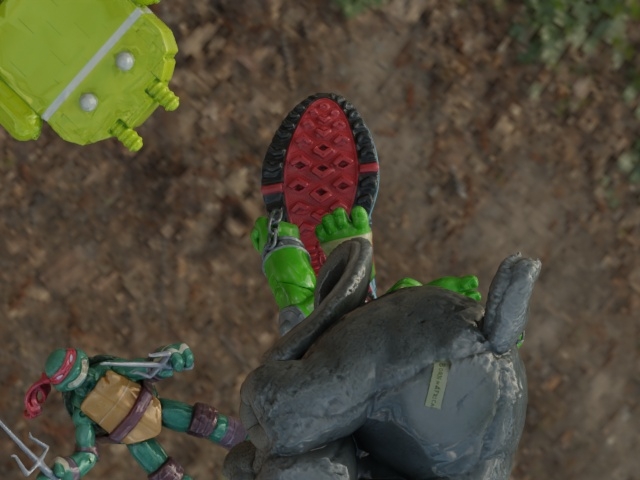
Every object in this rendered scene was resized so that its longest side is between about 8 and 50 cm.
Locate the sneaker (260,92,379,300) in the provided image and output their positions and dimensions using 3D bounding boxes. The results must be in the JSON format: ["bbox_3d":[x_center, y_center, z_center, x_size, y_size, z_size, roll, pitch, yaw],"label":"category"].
[{"bbox_3d":[0.000,0.000,1.424,0.104,0.125,0.262,-2,90,-1],"label":"sneaker"}]

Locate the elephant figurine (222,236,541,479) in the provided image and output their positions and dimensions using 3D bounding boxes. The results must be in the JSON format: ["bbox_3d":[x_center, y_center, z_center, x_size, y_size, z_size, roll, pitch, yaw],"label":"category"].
[{"bbox_3d":[0.024,0.084,0.897,0.186,0.239,0.169,-11,101,-2],"label":"elephant figurine"}]

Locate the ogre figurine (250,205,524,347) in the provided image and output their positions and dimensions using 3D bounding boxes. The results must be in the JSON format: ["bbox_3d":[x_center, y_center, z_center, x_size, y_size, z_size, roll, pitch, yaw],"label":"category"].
[{"bbox_3d":[0.044,0.055,1.055,0.197,0.118,0.097,41,119,-20],"label":"ogre figurine"}]

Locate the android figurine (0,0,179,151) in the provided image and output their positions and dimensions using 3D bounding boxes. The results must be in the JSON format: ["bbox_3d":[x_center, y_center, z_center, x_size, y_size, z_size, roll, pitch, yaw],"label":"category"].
[{"bbox_3d":[-0.273,-0.218,1.740,0.248,0.273,0.056,-44,176,13],"label":"android figurine"}]

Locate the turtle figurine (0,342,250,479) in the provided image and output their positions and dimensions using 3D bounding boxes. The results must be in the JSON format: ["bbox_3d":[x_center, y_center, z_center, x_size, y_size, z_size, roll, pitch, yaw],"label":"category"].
[{"bbox_3d":[-0.169,0.155,1.410,0.234,0.118,0.175,35,100,-24],"label":"turtle figurine"}]
